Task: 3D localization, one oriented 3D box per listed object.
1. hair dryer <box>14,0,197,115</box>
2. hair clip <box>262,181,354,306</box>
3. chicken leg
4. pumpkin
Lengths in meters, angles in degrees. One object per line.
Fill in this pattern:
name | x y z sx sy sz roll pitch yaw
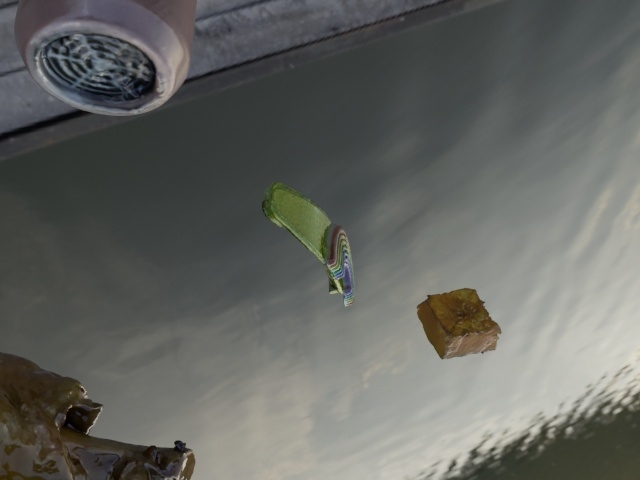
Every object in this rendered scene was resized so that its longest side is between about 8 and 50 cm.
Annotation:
hair dryer | -0.028 -0.207 0.401 0.344 0.189 0.106 -14 151 28
hair clip | 0.000 0.000 0.634 0.033 0.060 0.188 -12 151 18
chicken leg | -0.304 0.141 0.551 0.409 0.182 0.295 21 135 -15
pumpkin | 0.158 0.097 0.818 0.074 0.083 0.054 -7 131 -14
